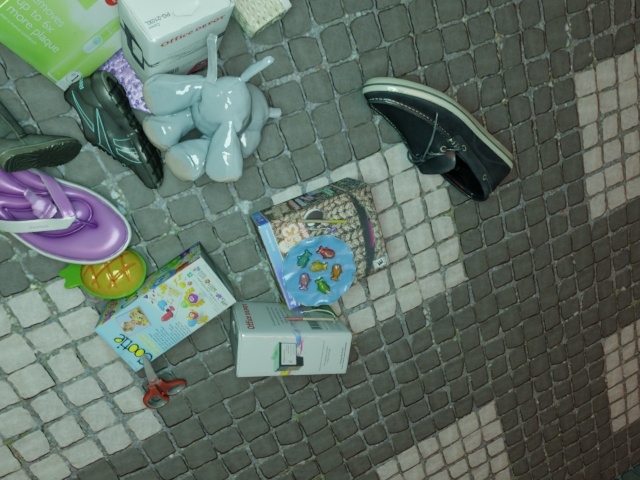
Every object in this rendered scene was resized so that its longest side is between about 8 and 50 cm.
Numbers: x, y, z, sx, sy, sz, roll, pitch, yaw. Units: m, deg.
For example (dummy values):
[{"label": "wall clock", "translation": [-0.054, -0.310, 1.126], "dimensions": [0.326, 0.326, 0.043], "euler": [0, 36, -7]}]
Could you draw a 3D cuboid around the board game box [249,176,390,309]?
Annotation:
[{"label": "board game box", "translation": [0.000, 0.000, 1.074], "dimensions": [0.291, 0.141, 0.232], "euler": [-23, 110, -11]}]

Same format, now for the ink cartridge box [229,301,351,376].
[{"label": "ink cartridge box", "translation": [-0.087, 0.248, 1.077], "dimensions": [0.278, 0.201, 0.117], "euler": [4, 102, -19]}]

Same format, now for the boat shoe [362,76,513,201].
[{"label": "boat shoe", "translation": [0.307, -0.254, 1.088], "dimensions": [0.500, 0.187, 0.156], "euler": [26, 89, -27]}]

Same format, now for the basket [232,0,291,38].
[{"label": "basket", "translation": [-0.158, -0.541, 0.900], "dimensions": [0.103, 0.113, 0.167], "euler": [-39, 112, -1]}]

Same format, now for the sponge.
[{"label": "sponge", "translation": [-0.383, -0.344, 0.920], "dimensions": [0.210, 0.031, 0.117], "euler": [17, 97, -21]}]

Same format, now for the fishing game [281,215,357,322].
[{"label": "fishing game", "translation": [0.001, 0.078, 0.996], "dimensions": [0.189, 0.041, 0.264], "euler": [5, 103, -16]}]

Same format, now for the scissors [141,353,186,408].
[{"label": "scissors", "translation": [-0.409, 0.348, 1.003], "dimensions": [0.109, 0.021, 0.297], "euler": [-32, 153, -15]}]

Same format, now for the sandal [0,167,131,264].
[{"label": "sandal", "translation": [-0.599, -0.079, 0.844], "dimensions": [0.416, 0.102, 0.169], "euler": [31, 83, -13]}]

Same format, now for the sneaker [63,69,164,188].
[{"label": "sneaker", "translation": [-0.431, -0.223, 0.895], "dimensions": [0.106, 0.101, 0.267], "euler": [-17, 126, 3]}]

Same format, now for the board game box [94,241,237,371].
[{"label": "board game box", "translation": [-0.362, 0.150, 0.995], "dimensions": [0.275, 0.142, 0.144], "euler": [-35, 113, -7]}]

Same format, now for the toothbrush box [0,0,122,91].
[{"label": "toothbrush box", "translation": [-0.457, -0.449, 0.761], "dimensions": [0.283, 0.206, 0.122], "euler": [-44, 78, -4]}]

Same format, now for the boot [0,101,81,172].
[{"label": "boot", "translation": [-0.626, -0.239, 0.838], "dimensions": [0.208, 0.189, 0.076], "euler": [43, 115, 4]}]

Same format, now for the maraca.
[{"label": "maraca", "translation": [-0.497, 0.069, 0.956], "dimensions": [0.185, 0.099, 0.127], "euler": [9, 62, -6]}]

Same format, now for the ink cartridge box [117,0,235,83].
[{"label": "ink cartridge box", "translation": [-0.283, -0.403, 0.803], "dimensions": [0.172, 0.237, 0.100], "euler": [-38, 102, -20]}]

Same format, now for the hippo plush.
[{"label": "hippo plush", "translation": [-0.221, -0.279, 0.892], "dimensions": [0.234, 0.236, 0.294], "euler": [22, 113, 1]}]
